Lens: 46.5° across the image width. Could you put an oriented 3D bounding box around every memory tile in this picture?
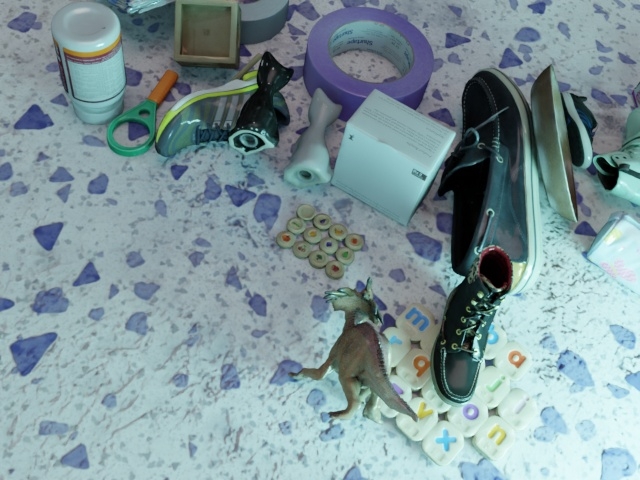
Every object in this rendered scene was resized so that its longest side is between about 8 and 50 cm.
[{"bbox_3d":[0.000,0.000,1.404,0.148,0.012,0.113,31,58,11],"label":"memory tile"}]

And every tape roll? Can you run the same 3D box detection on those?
[{"bbox_3d":[-0.180,-0.546,1.682,0.219,0.072,0.219,5,58,-7],"label":"tape roll"},{"bbox_3d":[0.102,-0.380,1.615,0.274,0.090,0.275,4,58,-7],"label":"tape roll"}]

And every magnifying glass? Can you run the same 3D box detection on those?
[{"bbox_3d":[-0.350,-0.260,1.502,0.092,0.026,0.231,22,56,4],"label":"magnifying glass"}]

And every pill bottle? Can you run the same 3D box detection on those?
[{"bbox_3d":[-0.433,-0.330,1.414,0.121,0.221,0.121,4,58,-7],"label":"pill bottle"}]

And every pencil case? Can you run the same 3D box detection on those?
[{"bbox_3d":[0.643,0.061,1.409,0.273,0.124,0.113,37,60,15],"label":"pencil case"}]

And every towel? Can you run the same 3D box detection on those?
[{"bbox_3d":[-0.379,-0.564,1.617,0.209,0.034,0.285,-28,41,-24],"label":"towel"}]

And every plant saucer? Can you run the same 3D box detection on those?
[{"bbox_3d":[0.456,-0.185,1.457,0.050,0.311,0.311,-10,55,21],"label":"plant saucer"}]

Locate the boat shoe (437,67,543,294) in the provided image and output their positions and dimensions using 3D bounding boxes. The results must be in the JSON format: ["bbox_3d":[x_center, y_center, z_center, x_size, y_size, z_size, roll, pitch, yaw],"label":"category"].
[{"bbox_3d":[0.315,-0.136,1.445,0.155,0.187,0.501,8,62,-11],"label":"boat shoe"}]

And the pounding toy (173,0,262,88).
[{"bbox_3d":[-0.209,-0.389,1.560,0.180,0.094,0.206,3,95,-1],"label":"pounding toy"}]

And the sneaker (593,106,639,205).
[{"bbox_3d":[0.652,-0.195,1.576,0.151,0.094,0.256,15,59,-15],"label":"sneaker"}]

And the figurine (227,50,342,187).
[{"bbox_3d":[-0.054,-0.237,1.449,0.214,0.092,0.210,31,58,-27],"label":"figurine"}]

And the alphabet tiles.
[{"bbox_3d":[0.228,0.240,1.287,0.284,0.021,0.278,40,61,16],"label":"alphabet tiles"}]

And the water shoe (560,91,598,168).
[{"bbox_3d":[0.571,-0.245,1.619,0.080,0.073,0.203,1,59,-12],"label":"water shoe"}]

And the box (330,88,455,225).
[{"bbox_3d":[0.134,-0.156,1.425,0.180,0.182,0.119,31,56,10],"label":"box"}]

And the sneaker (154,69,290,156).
[{"bbox_3d":[-0.187,-0.235,1.468,0.299,0.111,0.121,-31,72,-23],"label":"sneaker"}]

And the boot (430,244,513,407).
[{"bbox_3d":[0.251,0.139,1.234,0.085,0.179,0.237,16,56,0],"label":"boot"}]

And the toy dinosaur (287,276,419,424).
[{"bbox_3d":[0.066,0.171,1.188,0.127,0.295,0.201,20,95,-25],"label":"toy dinosaur"}]

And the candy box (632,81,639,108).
[{"bbox_3d":[0.848,-0.290,1.694,0.233,0.071,0.159,5,58,-7],"label":"candy box"}]
